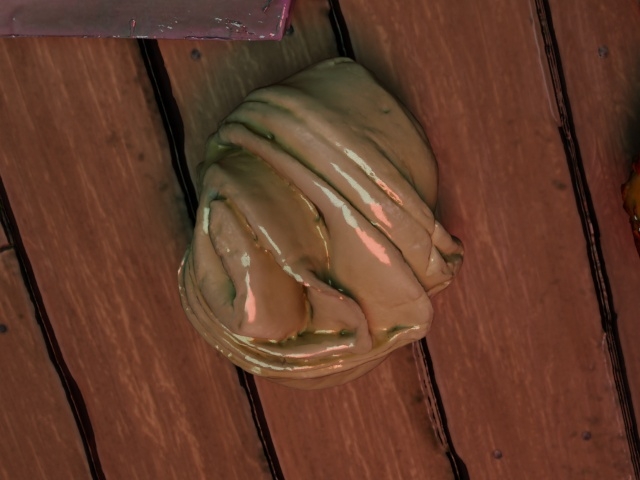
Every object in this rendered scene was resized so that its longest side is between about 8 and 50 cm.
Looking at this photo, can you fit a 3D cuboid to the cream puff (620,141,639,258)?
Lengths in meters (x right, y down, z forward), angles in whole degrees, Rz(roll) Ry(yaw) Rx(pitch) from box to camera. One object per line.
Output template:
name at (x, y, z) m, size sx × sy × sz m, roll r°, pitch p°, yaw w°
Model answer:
cream puff at (0.392, -0.049, 1.045) m, size 0.240 × 0.164 × 0.240 m, roll 0°, pitch 121°, yaw 0°

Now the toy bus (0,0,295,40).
toy bus at (-0.169, -0.250, 1.053) m, size 0.317 × 0.112 × 0.138 m, roll 2°, pitch 111°, yaw 4°

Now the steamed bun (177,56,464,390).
steamed bun at (-0.002, -0.002, 1.061) m, size 0.276 × 0.203 × 0.289 m, roll 40°, pitch 104°, yaw -7°
